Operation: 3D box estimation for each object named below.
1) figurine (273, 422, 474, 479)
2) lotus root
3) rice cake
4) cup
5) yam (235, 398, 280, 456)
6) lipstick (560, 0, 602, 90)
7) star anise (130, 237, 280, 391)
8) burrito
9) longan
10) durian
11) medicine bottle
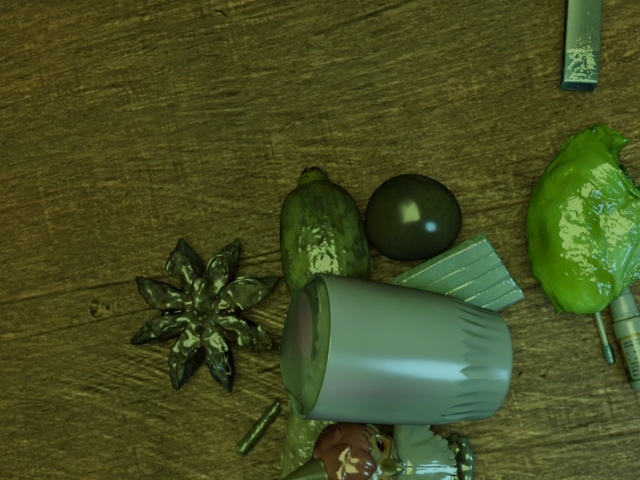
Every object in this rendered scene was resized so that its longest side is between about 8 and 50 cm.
[{"bbox_3d":[0.098,0.402,1.660,0.387,0.166,0.207,7,84,-27],"label":"figurine"},{"bbox_3d":[0.000,0.000,1.788,0.173,0.173,0.309,-12,76,8],"label":"lotus root"},{"bbox_3d":[0.265,0.093,1.753,0.198,0.037,0.189,-35,114,8],"label":"rice cake"},{"bbox_3d":[0.130,0.199,1.625,0.372,0.253,0.253,8,85,-15],"label":"cup"},{"bbox_3d":[-0.118,0.372,1.828,0.129,0.027,0.033,-50,40,3],"label":"yam"},{"bbox_3d":[0.511,-0.453,1.790,0.068,0.066,0.317,4,85,9],"label":"lipstick"},{"bbox_3d":[-0.233,0.144,1.825,0.332,0.117,0.331,-1,79,7],"label":"star anise"},{"bbox_3d":[0.015,0.316,1.780,0.175,0.107,0.347,11,88,-4],"label":"burrito"},{"bbox_3d":[0.176,-0.044,1.752,0.189,0.189,0.189,-1,84,9],"label":"longan"},{"bbox_3d":[0.495,-0.033,1.679,0.256,0.204,0.339,41,94,25],"label":"durian"},{"bbox_3d":[0.566,0.170,1.728,0.092,0.061,0.220,-20,76,29],"label":"medicine bottle"}]
